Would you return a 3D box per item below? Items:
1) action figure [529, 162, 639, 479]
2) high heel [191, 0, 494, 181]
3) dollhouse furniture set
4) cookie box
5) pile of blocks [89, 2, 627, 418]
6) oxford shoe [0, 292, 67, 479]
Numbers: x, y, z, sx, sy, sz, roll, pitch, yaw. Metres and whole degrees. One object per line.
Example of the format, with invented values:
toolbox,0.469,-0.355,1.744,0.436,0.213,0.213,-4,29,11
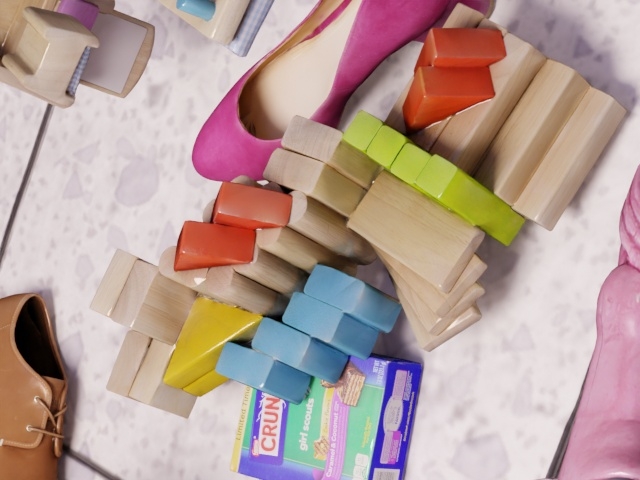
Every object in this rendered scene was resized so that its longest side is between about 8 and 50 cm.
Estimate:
action figure,0.197,0.050,0.655,0.248,0.370,0.276,-27,40,-10
high heel,-0.014,-0.109,0.961,0.244,0.117,0.082,-25,69,32
dollhouse furniture set,-0.026,-0.162,0.875,0.303,0.198,0.286,38,107,53
cookie box,0.002,0.110,0.963,0.107,0.040,0.092,8,87,38
pile of blocks,0.000,0.000,0.902,0.362,0.112,0.149,-38,54,18
oxford shoe,-0.212,0.135,1.102,0.076,0.076,0.212,-24,67,27
